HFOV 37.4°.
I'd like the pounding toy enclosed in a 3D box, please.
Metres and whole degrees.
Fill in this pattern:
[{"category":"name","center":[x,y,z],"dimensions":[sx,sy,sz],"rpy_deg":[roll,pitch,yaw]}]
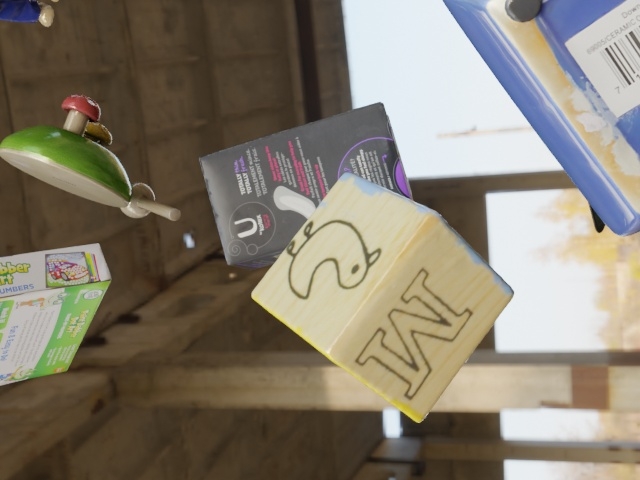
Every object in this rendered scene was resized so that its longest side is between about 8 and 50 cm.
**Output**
[{"category":"pounding toy","center":[-0.303,-0.119,1.283],"dimensions":[0.237,0.183,0.110],"rpy_deg":[25,-101,-27]}]

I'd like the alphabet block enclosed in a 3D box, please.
[{"category":"alphabet block","center":[0.074,0.065,1.129],"dimensions":[0.193,0.192,0.197],"rpy_deg":[40,-96,-36]}]

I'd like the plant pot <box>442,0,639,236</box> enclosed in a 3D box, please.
[{"category":"plant pot","center":[0.208,-0.157,0.593],"dimensions":[0.236,0.236,0.212],"rpy_deg":[49,-158,-17]}]

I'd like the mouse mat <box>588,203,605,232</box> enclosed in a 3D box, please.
[{"category":"mouse mat","center":[0.315,-0.121,1.018],"dimensions":[0.189,0.007,0.152],"rpy_deg":[-55,-44,-32]}]

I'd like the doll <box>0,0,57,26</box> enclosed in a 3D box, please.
[{"category":"doll","center":[-0.423,-0.321,1.194],"dimensions":[0.189,0.046,0.129],"rpy_deg":[-5,-49,-48]}]

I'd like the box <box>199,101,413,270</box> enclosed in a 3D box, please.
[{"category":"box","center":[-0.012,-0.072,1.354],"dimensions":[0.143,0.270,0.165],"rpy_deg":[31,-137,-81]}]

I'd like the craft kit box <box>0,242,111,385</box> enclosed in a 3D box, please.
[{"category":"craft kit box","center":[-0.386,0.102,1.068],"dimensions":[0.247,0.250,0.061],"rpy_deg":[-6,-118,-32]}]
